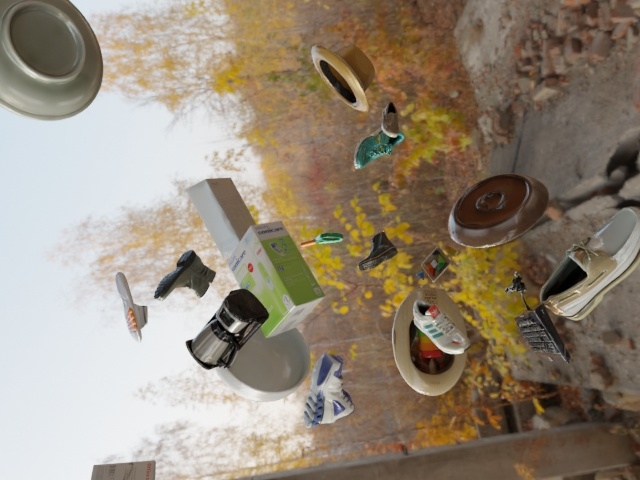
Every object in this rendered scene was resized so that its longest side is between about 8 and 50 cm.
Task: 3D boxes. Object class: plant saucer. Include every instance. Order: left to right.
[{"bbox_3d":[-0.772,-0.537,1.420,0.401,0.101,0.399,4,-96,-50],"label":"plant saucer"},{"bbox_3d":[0.524,-0.105,1.561,0.050,0.311,0.310,52,-166,-30],"label":"plant saucer"}]

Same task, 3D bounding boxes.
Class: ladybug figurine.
[{"bbox_3d":[0.448,0.409,2.148,0.162,0.306,0.448,86,-175,-81],"label":"ladybug figurine"}]

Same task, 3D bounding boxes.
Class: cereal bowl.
[{"bbox_3d":[-0.211,0.402,1.735,0.338,0.339,0.141,-101,32,-50],"label":"cereal bowl"}]

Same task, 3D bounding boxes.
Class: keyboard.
[{"bbox_3d":[0.459,0.173,1.132,0.317,0.033,0.201,42,-155,-73],"label":"keyboard"}]

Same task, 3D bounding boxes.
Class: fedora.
[{"bbox_3d":[0.064,-0.373,1.137,0.194,0.079,0.194,44,179,1],"label":"fedora"}]

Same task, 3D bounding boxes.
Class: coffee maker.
[{"bbox_3d":[-0.219,0.206,1.259,0.120,0.178,0.171,39,-161,-6],"label":"coffee maker"}]

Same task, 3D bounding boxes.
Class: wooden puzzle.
[{"bbox_3d":[0.282,0.055,1.261,0.116,0.014,0.078,-57,34,17],"label":"wooden puzzle"}]

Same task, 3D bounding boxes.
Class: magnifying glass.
[{"bbox_3d":[0.000,0.000,2.089,0.231,0.092,0.026,-12,72,49],"label":"magnifying glass"}]

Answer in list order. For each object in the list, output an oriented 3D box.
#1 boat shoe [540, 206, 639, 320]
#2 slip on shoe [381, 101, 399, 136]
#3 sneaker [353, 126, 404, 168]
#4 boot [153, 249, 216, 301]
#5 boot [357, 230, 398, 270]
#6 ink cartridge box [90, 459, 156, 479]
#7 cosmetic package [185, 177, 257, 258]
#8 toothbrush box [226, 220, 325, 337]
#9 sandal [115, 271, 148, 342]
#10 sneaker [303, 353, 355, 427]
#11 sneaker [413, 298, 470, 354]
[{"bbox_3d":[0.622,0.051,1.173,0.113,0.104,0.302,-107,39,-62],"label":"boat shoe"},{"bbox_3d":[0.212,-0.362,1.539,0.041,0.052,0.135,111,169,-47],"label":"slip on shoe"},{"bbox_3d":[0.238,-0.389,2.130,0.110,0.275,0.107,27,147,37],"label":"sneaker"},{"bbox_3d":[-0.494,0.166,1.927,0.161,0.084,0.246,52,-130,-27],"label":"boot"},{"bbox_3d":[0.248,0.048,2.438,0.076,0.198,0.137,71,173,-58],"label":"boot"},{"bbox_3d":[-0.485,0.608,1.267,0.109,0.151,0.063,-117,32,-61],"label":"ink cartridge box"},{"bbox_3d":[-0.358,-0.098,1.985,0.284,0.098,0.377,64,-174,-5],"label":"cosmetic package"},{"bbox_3d":[-0.142,0.115,1.556,0.206,0.122,0.283,-49,62,42],"label":"toothbrush box"},{"bbox_3d":[-0.646,0.230,1.809,0.102,0.076,0.265,2,106,52],"label":"sandal"},{"bbox_3d":[0.056,0.613,2.093,0.127,0.183,0.315,40,116,62],"label":"sneaker"},{"bbox_3d":[0.262,0.186,1.143,0.161,0.057,0.075,39,156,48],"label":"sneaker"}]
